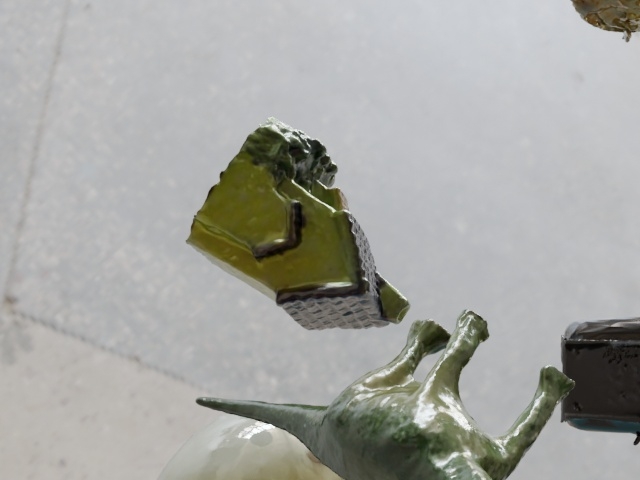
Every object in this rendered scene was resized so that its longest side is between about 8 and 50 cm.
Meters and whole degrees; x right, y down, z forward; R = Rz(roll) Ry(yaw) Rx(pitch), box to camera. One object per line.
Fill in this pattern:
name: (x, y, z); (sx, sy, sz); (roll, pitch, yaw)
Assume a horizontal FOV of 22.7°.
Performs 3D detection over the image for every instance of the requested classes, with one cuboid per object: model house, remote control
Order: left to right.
model house: (0.000, 0.000, 1.632); (0.211, 0.194, 0.170); (35, 84, 15)
remote control: (0.432, 0.151, 1.716); (0.062, 0.399, 0.144); (4, 84, -53)

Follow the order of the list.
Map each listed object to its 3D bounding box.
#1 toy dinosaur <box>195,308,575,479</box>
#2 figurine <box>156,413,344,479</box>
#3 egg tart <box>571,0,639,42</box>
toy dinosaur: (0.039, 0.167, 1.034); (0.087, 0.447, 0.301); (60, 41, -23)
figurine: (0.017, 0.331, 1.383); (0.274, 0.226, 0.394); (-4, 59, -43)
egg tart: (0.326, -0.247, 1.213); (0.295, 0.295, 0.116); (3, 47, -40)
